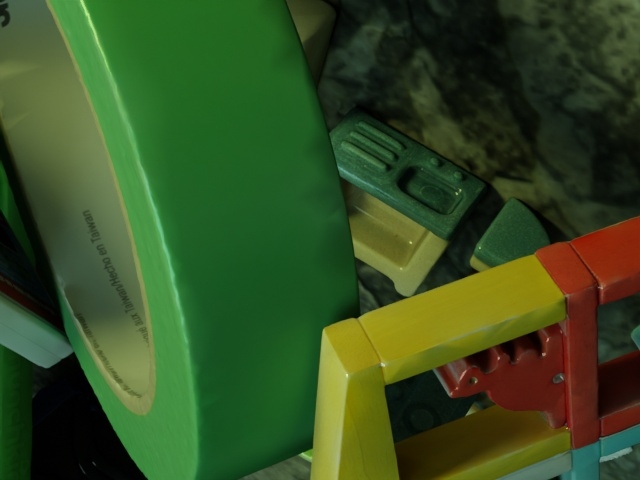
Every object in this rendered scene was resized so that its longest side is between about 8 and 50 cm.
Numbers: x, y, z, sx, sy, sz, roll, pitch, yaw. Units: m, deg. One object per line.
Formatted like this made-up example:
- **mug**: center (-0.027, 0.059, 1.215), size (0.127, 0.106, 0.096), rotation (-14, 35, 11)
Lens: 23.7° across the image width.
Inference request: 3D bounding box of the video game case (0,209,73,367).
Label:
- **video game case**: center (-0.235, -0.074, 0.799), size (0.285, 0.025, 0.204), rotation (56, 180, 21)

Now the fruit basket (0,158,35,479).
- **fruit basket**: center (-0.316, 0.096, 1.039), size (0.283, 0.392, 0.392), rotation (5, 135, 14)

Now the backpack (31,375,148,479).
- **backpack**: center (-0.185, 0.172, 1.149), size (0.120, 0.098, 0.101), rotation (52, 172, -18)

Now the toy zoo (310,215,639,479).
- **toy zoo**: center (0.111, 0.077, 0.649), size (0.030, 0.293, 0.192), rotation (-119, 14, -46)

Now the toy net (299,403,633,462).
- **toy net**: center (0.078, 0.128, 0.907), size (0.232, 0.045, 0.122), rotation (2, 131, 40)

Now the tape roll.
- **tape roll**: center (-0.087, -0.044, 0.697), size (0.321, 0.077, 0.321), rotation (54, 154, 40)

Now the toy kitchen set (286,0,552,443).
- **toy kitchen set**: center (0.000, 0.000, 0.729), size (0.207, 0.166, 0.122), rotation (31, 144, 10)
